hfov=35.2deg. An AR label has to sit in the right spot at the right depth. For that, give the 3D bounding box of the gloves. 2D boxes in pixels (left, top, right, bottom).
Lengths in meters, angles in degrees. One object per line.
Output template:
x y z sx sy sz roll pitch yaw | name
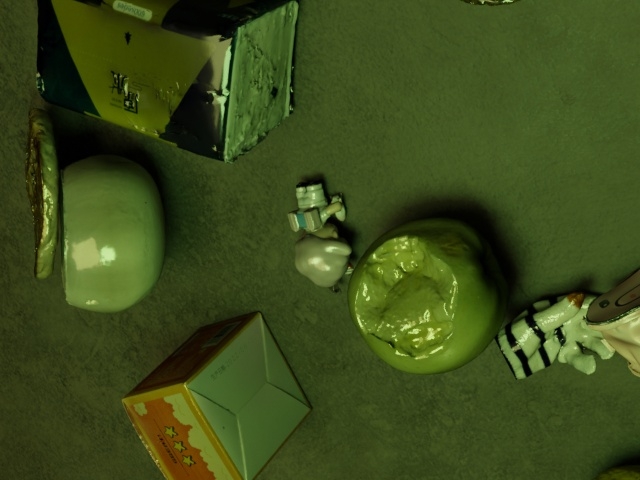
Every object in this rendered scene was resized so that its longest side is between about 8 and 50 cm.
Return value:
0.416 0.156 1.737 0.219 0.131 0.140 -27 99 8 | gloves

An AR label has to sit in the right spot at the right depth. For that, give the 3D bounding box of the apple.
0.190 0.099 1.746 0.279 0.279 0.279 15 123 24 | apple

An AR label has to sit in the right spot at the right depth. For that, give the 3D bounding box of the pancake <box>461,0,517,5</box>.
0.242 -0.476 1.521 0.254 0.037 0.253 14 122 24 | pancake

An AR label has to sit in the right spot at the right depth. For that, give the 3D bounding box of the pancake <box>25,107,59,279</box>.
-0.575 -0.102 2.090 0.356 0.065 0.356 175 90 -71 | pancake

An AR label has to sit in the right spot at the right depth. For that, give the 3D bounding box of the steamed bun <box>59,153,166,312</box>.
-0.414 -0.014 2.019 0.206 0.324 0.324 -2 125 -17 | steamed bun

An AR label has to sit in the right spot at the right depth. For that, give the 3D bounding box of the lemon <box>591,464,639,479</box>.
0.562 0.525 1.750 0.293 0.293 0.293 15 123 24 | lemon

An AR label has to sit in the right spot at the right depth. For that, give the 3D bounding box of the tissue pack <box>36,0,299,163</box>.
-0.266 -0.335 1.770 0.416 0.253 0.264 20 125 18 | tissue pack

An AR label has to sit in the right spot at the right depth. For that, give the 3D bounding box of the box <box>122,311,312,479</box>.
-0.213 0.342 2.102 0.214 0.283 0.259 -16 107 38 | box

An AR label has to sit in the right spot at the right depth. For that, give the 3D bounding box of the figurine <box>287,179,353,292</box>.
0.000 0.000 1.898 0.137 0.112 0.229 -3 105 38 | figurine

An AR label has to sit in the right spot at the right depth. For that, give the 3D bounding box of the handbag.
0.534 0.113 1.587 0.205 0.179 0.116 -37 98 5 | handbag
